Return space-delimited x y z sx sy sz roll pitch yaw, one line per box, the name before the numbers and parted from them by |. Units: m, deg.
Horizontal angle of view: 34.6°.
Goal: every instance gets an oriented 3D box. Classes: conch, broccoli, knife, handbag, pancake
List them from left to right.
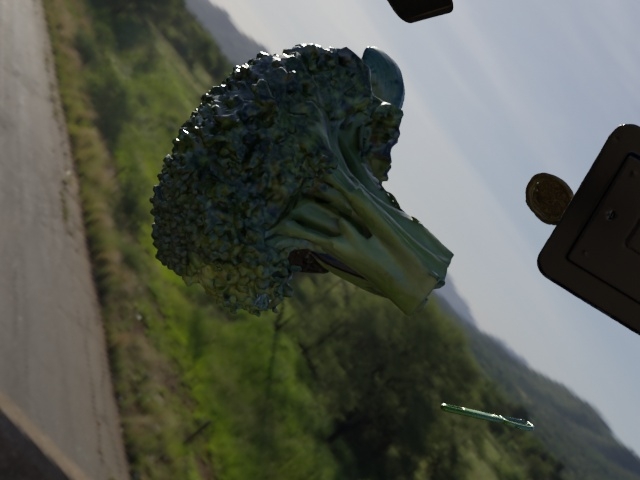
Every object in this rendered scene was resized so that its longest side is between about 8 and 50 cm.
broccoli | -0.028 -0.036 1.075 0.302 0.249 0.375 60 28 -6
handbag | 0.097 0.061 1.985 0.191 0.075 0.332 19 -3 15
conch | 0.138 -0.345 2.492 0.134 0.196 0.202 23 -18 6
knife | 0.335 0.355 2.049 0.212 0.015 0.054 15 8 -18
pancake | 0.451 -0.080 2.025 0.115 0.011 0.115 22 -54 35

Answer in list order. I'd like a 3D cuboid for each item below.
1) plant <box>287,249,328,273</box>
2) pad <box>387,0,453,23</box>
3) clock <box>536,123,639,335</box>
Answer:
plant | 0.000 0.000 2.191 0.142 0.203 0.131 -93 -179 -62
pad | 0.114 -0.583 2.025 0.375 0.063 0.315 53 -17 -16
clock | 0.505 -0.003 1.569 0.273 0.279 0.049 33 16 19
